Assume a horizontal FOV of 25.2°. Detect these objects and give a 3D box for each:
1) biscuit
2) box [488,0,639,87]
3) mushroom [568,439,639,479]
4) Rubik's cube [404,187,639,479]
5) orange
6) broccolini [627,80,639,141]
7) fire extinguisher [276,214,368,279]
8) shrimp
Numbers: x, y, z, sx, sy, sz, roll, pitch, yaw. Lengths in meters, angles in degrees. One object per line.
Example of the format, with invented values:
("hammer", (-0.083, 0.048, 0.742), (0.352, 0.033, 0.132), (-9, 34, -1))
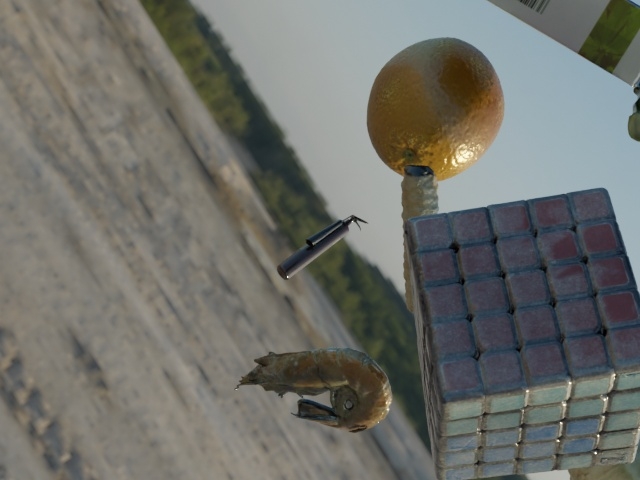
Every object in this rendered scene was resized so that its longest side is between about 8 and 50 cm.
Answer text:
("biscuit", (0.145, -0.003, 2.062), (0.061, 0.055, 0.219), (-35, 127, -63))
("box", (0.350, -0.343, 2.081), (0.299, 0.106, 0.200), (33, 12, 4))
("mushroom", (0.431, 0.371, 2.063), (0.260, 0.234, 0.254), (42, 10, -21))
("Rubik's cube", (0.226, 0.110, 1.591), (0.237, 0.237, 0.238), (79, 4, -57))
("orange", (0.182, -0.208, 2.276), (0.236, 0.236, 0.236), (58, -1, 1))
("broccolini", (0.493, -0.227, 2.097), (0.392, 0.078, 0.074), (-51, 135, -66))
("fire extinguisher", (0.000, 0.000, 2.334), (0.035, 0.173, 0.049), (27, -33, 47))
("shrimp", (-0.008, 0.194, 1.836), (0.047, 0.223, 0.126), (-48, 126, -50))
